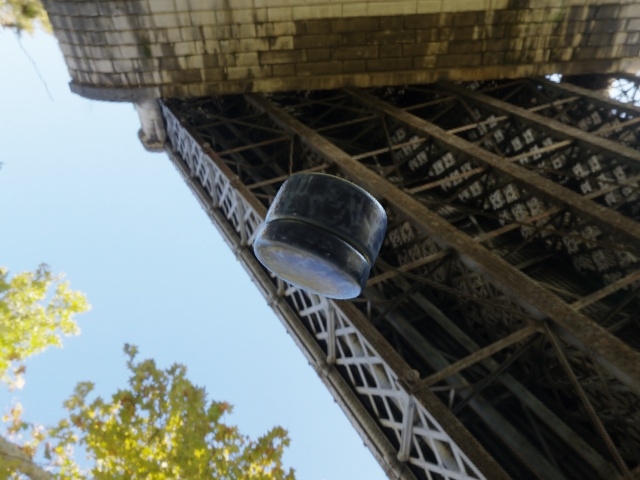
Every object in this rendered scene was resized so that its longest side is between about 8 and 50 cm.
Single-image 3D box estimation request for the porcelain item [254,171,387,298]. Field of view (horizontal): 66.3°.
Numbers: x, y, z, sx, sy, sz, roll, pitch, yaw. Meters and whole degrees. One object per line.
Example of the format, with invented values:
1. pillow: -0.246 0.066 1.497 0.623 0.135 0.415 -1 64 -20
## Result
1. porcelain item: 0.000 0.000 0.607 0.147 0.147 0.114 13 -115 20
